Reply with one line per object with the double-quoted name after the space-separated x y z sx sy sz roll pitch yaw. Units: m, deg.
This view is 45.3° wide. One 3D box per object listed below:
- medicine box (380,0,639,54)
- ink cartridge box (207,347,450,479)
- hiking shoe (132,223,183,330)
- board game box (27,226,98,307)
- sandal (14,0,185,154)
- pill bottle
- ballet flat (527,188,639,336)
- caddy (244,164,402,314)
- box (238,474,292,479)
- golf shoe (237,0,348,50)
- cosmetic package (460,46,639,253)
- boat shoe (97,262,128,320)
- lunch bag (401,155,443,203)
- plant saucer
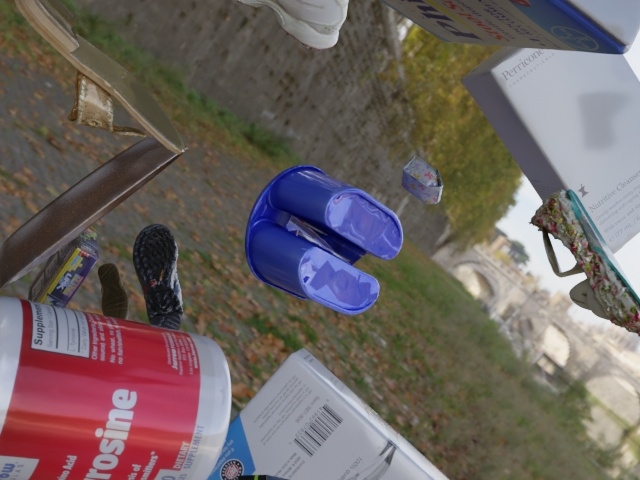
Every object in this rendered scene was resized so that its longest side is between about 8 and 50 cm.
0.123 -0.296 0.682 0.263 0.149 0.289 24 4 -28 "medicine box"
0.013 0.428 1.354 0.395 0.285 0.166 41 1 7 "ink cartridge box"
-0.305 0.081 1.446 0.114 0.086 0.227 107 -25 -60 "hiking shoe"
-0.480 0.061 1.430 0.048 0.170 0.141 32 11 -29 "board game box"
-0.254 -0.164 0.835 0.240 0.079 0.088 48 14 -39 "sandal"
-0.341 0.200 0.983 0.408 0.229 0.229 16 17 -30 "pill bottle"
0.340 0.037 0.971 0.091 0.077 0.241 34 27 -43 "ballet flat"
0.000 0.000 1.477 0.179 0.241 0.341 24 -4 39 "caddy"
-0.078 0.362 1.035 0.052 0.083 0.062 26 -31 -38 "box"
-0.080 -0.485 1.418 0.306 0.140 0.115 31 47 -3 "golf shoe"
0.451 -0.194 1.341 0.385 0.217 0.156 52 -2 -12 "cosmetic package"
-0.372 0.105 1.391 0.045 0.050 0.135 91 -15 -55 "boat shoe"
0.204 -0.115 1.502 0.083 0.053 0.071 41 -16 20 "lunch bag"
-0.316 -0.049 1.041 0.050 0.310 0.310 53 2 -10 "plant saucer"
